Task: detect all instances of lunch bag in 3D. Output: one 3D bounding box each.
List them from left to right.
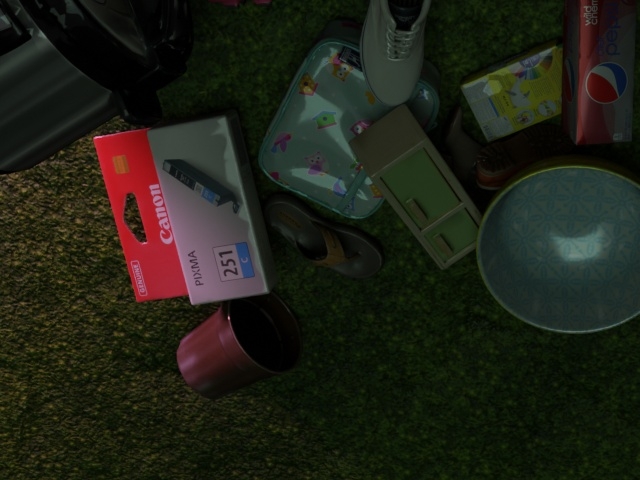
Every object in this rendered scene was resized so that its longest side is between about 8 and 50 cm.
[{"bbox_3d":[0.050,-0.180,1.914,0.224,0.108,0.279,28,121,-5],"label":"lunch bag"}]

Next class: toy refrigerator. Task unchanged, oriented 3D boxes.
[{"bbox_3d":[0.156,-0.072,1.874,0.102,0.094,0.269,-34,139,6],"label":"toy refrigerator"}]

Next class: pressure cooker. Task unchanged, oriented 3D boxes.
[{"bbox_3d":[-0.383,-0.335,1.778,0.420,0.375,0.370,-26,126,24],"label":"pressure cooker"}]

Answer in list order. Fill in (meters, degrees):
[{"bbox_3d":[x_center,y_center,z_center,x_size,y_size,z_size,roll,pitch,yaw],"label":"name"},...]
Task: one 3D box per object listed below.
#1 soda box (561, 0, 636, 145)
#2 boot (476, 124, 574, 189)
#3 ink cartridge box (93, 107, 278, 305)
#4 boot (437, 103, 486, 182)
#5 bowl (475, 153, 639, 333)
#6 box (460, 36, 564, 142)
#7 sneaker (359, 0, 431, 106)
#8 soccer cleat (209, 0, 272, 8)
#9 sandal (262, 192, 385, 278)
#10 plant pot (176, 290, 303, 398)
[{"bbox_3d":[0.389,-0.272,1.772,0.083,0.092,0.263,-5,111,-2],"label":"soda box"},{"bbox_3d":[0.307,-0.124,1.918,0.158,0.059,0.085,-17,155,-8],"label":"boot"},{"bbox_3d":[-0.226,-0.042,2.030,0.261,0.066,0.296,-9,103,18],"label":"ink cartridge box"},{"bbox_3d":[0.225,-0.144,1.942,0.087,0.042,0.118,19,122,-7],"label":"boot"},{"bbox_3d":[0.382,-0.021,1.904,0.289,0.156,0.289,5,122,8],"label":"bowl"},{"bbox_3d":[0.310,-0.227,1.872,0.179,0.043,0.105,-20,113,23],"label":"box"},{"bbox_3d":[0.103,-0.297,1.738,0.094,0.091,0.258,-1,120,-2],"label":"sneaker"},{"bbox_3d":[-0.015,-0.424,1.799,0.331,0.116,0.143,-10,108,11],"label":"soccer cleat"},{"bbox_3d":[0.000,0.000,2.055,0.219,0.060,0.090,34,120,-8],"label":"sandal"},{"bbox_3d":[-0.145,0.180,2.140,0.165,0.167,0.167,-33,108,35],"label":"plant pot"}]
